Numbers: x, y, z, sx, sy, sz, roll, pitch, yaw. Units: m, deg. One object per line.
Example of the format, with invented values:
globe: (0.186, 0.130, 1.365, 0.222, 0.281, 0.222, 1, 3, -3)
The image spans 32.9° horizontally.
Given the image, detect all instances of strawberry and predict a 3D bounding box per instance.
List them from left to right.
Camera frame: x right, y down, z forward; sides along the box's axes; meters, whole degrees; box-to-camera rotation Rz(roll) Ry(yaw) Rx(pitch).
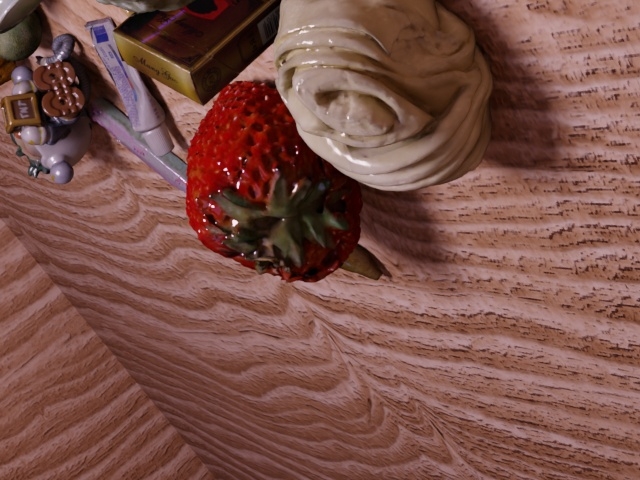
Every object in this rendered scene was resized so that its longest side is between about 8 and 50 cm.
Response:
strawberry: (-0.086, -0.097, 1.682, 0.312, 0.267, 0.351, 59, 179, -41)

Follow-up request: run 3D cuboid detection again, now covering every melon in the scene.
melon: (-0.616, -0.424, 2.175, 0.114, 0.114, 0.167, 40, 155, 13)

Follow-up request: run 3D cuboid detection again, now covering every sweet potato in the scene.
sweet potato: (0.000, 0.000, 1.895, 0.244, 0.077, 0.077, 39, 156, 18)

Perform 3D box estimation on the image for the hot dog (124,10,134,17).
hot dog: (-0.291, -0.347, 1.864, 0.137, 0.028, 0.044, 58, 180, -22)

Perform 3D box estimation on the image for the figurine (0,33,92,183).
figurine: (-0.568, -0.249, 2.264, 0.382, 0.186, 0.261, 145, 118, -72)

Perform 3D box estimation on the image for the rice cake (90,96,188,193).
rice cake: (-0.363, -0.187, 2.221, 0.290, 0.051, 0.081, 39, 156, 15)

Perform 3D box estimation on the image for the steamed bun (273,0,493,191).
steamed bun: (0.059, -0.182, 1.328, 0.276, 0.203, 0.289, 21, 148, 43)

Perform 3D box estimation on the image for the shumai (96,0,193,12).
shumai: (-0.274, -0.409, 1.362, 0.288, 0.292, 0.330, -22, 88, 47)

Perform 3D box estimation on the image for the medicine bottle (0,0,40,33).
medicine bottle: (-0.594, -0.476, 2.007, 0.143, 0.147, 0.147, 46, 157, -5)

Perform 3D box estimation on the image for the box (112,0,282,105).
box: (-0.133, -0.296, 1.412, 0.159, 0.240, 0.071, 33, 156, 29)

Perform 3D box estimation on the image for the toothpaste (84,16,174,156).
toothpaste: (-0.356, -0.287, 2.045, 0.099, 0.068, 0.282, -13, 113, 29)

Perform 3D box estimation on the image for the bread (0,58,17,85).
bread: (-0.760, -0.435, 2.367, 0.247, 0.135, 0.232, 37, 159, 21)
